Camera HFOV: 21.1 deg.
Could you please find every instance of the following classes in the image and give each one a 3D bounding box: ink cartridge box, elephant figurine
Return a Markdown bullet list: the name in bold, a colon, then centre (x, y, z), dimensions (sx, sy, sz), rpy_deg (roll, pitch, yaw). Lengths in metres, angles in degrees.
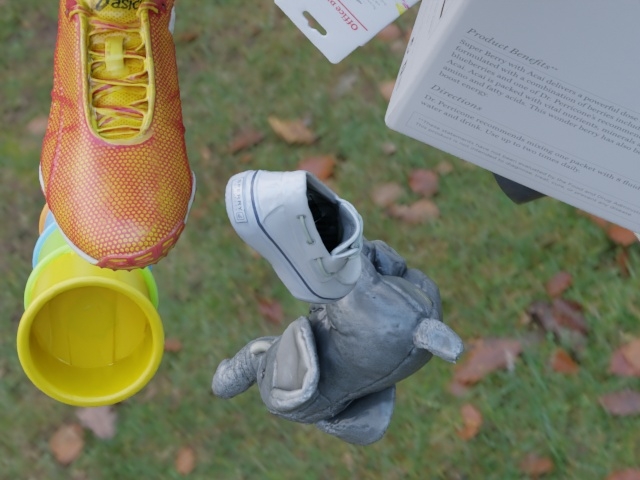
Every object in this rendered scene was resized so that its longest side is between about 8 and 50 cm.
- **ink cartridge box**: centre (0.051, -0.282, 1.812), dimensions (0.181, 0.104, 0.061), rpy_deg (-36, 16, 31)
- **elephant figurine**: centre (0.008, 0.122, 1.662), dimensions (0.239, 0.169, 0.186), rpy_deg (-54, 2, 14)

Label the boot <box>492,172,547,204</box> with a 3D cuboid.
- **boot**: centre (0.381, -0.098, 1.719), dimensions (0.445, 0.146, 0.367), rpy_deg (-11, 90, 26)

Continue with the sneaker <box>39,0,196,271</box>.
- **sneaker**: centre (-0.086, -0.065, 0.690), dimensions (0.064, 0.067, 0.175), rpy_deg (-7, 55, -4)

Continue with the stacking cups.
- **stacking cups**: centre (-0.171, 0.002, 1.234), dimensions (0.096, 0.096, 0.316), rpy_deg (-31, 26, 5)

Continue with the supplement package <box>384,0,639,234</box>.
- **supplement package**: centre (0.176, -0.162, 0.845), dimensions (0.177, 0.293, 0.175), rpy_deg (23, 59, -6)

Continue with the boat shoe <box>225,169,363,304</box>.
- **boat shoe**: centre (0.000, 0.000, 1.440), dimensions (0.076, 0.226, 0.083), rpy_deg (-9, 73, 21)

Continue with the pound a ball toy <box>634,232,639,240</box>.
- **pound a ball toy**: centre (0.470, 0.010, 1.872), dimensions (0.136, 0.319, 0.208), rpy_deg (-39, 7, -7)
